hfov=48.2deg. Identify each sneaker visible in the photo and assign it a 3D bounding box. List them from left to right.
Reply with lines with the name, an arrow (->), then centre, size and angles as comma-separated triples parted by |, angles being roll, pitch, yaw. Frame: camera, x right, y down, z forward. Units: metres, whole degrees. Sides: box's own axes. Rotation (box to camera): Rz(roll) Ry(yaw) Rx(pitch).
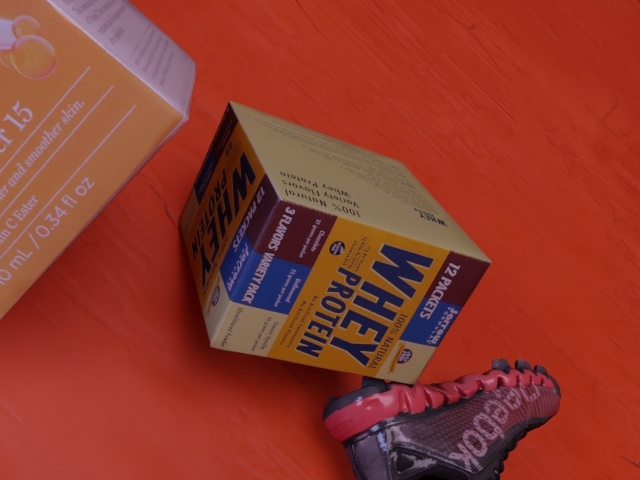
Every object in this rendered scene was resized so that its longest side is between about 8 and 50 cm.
sneaker -> 0.135, 0.191, 0.683 | 0.276, 0.097, 0.135 | -1, 60, -34

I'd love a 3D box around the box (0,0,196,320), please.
box -> -0.281, -0.137, 0.453 | 0.345, 0.215, 0.168 | 40, 14, -22

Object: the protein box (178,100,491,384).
protein box -> 0.000, 0.000, 0.638 | 0.200, 0.136, 0.201 | 16, 24, -26
